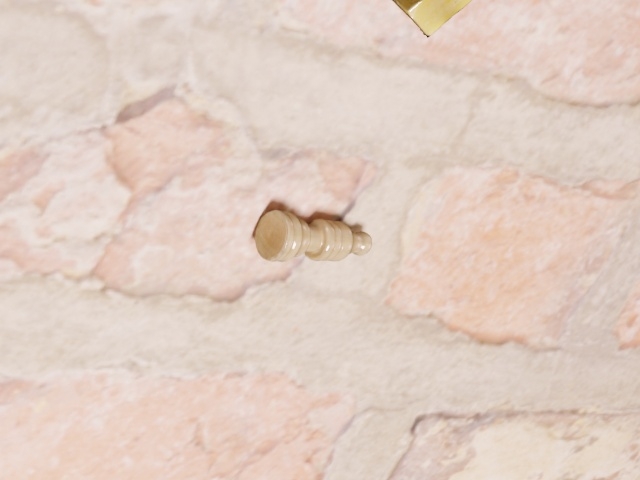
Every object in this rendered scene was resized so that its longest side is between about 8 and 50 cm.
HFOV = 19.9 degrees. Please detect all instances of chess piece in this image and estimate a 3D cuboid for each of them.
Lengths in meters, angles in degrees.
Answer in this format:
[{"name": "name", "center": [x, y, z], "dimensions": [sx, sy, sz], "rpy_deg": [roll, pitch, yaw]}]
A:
[{"name": "chess piece", "center": [0.000, 0.000, 1.258], "dimensions": [0.092, 0.035, 0.035], "rpy_deg": [6, 122, -44]}]

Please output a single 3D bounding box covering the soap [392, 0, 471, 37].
[{"name": "soap", "center": [0.131, -0.233, 1.104], "dimensions": [0.252, 0.092, 0.037], "rpy_deg": [-41, 141, 1]}]
